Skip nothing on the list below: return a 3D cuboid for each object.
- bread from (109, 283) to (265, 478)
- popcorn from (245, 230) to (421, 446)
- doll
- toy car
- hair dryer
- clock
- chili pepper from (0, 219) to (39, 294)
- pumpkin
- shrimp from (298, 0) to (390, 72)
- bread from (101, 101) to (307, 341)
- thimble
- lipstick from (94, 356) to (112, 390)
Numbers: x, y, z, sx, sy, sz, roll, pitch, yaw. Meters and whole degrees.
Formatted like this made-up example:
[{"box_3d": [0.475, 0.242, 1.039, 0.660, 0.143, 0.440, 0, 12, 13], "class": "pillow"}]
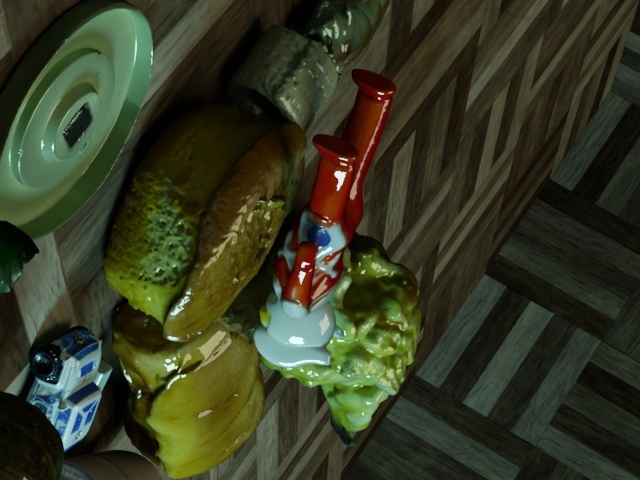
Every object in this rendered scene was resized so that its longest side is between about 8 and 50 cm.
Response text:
[{"box_3d": [-0.152, 0.159, 1.948, 0.195, 0.149, 0.344, -53, 164, -26], "class": "bread"}, {"box_3d": [0.020, 0.104, 2.198, 0.237, 0.293, 0.293, -43, 166, 4], "class": "popcorn"}, {"box_3d": [0.000, 0.000, 1.770, 0.188, 0.099, 0.384, -60, 168, -49], "class": "doll"}, {"box_3d": [-0.281, 0.176, 1.707, 0.080, 0.070, 0.171, -31, 148, -63], "class": "toy car"}, {"box_3d": [-0.342, 0.403, 1.916, 0.352, 0.125, 0.210, -51, 168, 7], "class": "hair dryer"}, {"box_3d": [-0.223, -0.107, 1.423, 0.235, 0.029, 0.235, -54, 165, -22], "class": "clock"}, {"box_3d": [-0.339, 0.069, 1.259, 0.264, 0.116, 0.148, -53, 152, -26], "class": "chili pepper"}, {"box_3d": [-0.335, 0.241, 1.509, 0.219, 0.162, 0.219, -162, -90, -82], "class": "pumpkin"}, {"box_3d": [0.059, -0.318, 1.887, 0.287, 0.068, 0.185, -63, 167, 5], "class": "shrimp"}, {"box_3d": [-0.120, -0.026, 1.713, 0.268, 0.145, 0.268, -56, 169, -16], "class": "bread"}, {"box_3d": [-0.040, -0.173, 1.765, 0.090, 0.102, 0.115, -56, 173, -18], "class": "thimble"}, {"box_3d": [-0.272, 0.182, 1.841, 0.107, 0.025, 0.025, -62, 167, 28], "class": "lipstick"}]
